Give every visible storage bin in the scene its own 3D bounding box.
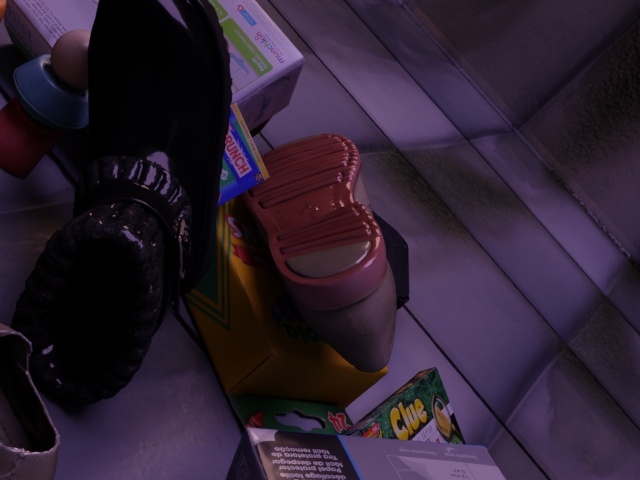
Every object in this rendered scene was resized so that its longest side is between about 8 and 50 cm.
[{"bbox_3d":[0.049,0.031,1.351,0.122,0.084,0.180,39,23,-16],"label":"storage bin"}]

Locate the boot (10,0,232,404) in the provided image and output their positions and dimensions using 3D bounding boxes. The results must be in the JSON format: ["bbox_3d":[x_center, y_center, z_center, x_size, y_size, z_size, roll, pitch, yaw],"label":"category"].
[{"bbox_3d":[-0.170,-0.059,0.873,0.131,0.348,0.260,2,19,12],"label":"boot"}]

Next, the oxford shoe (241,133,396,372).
[{"bbox_3d":[0.000,0.000,1.109,0.397,0.141,0.146,-99,171,-61],"label":"oxford shoe"}]

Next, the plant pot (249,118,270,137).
[{"bbox_3d":[-0.156,-0.240,1.371,0.165,0.167,0.167,18,35,-33],"label":"plant pot"}]

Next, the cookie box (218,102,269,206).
[{"bbox_3d":[-0.121,-0.082,1.053,0.040,0.107,0.091,9,-53,61],"label":"cookie box"}]

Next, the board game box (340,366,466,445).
[{"bbox_3d":[0.105,0.239,1.125,0.260,0.030,0.136,-20,86,-65],"label":"board game box"}]

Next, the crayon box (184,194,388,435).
[{"bbox_3d":[-0.051,0.073,1.119,0.202,0.081,0.318,17,37,-50],"label":"crayon box"}]

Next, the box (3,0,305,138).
[{"bbox_3d":[-0.193,-0.221,1.150,0.262,0.231,0.127,49,-20,8],"label":"box"}]

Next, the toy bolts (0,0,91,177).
[{"bbox_3d":[-0.323,-0.179,0.970,0.228,0.158,0.218,38,24,-18],"label":"toy bolts"}]

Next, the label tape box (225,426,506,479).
[{"bbox_3d":[0.081,0.299,0.763,0.249,0.115,0.347,10,23,-25],"label":"label tape box"}]

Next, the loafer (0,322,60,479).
[{"bbox_3d":[-0.264,0.084,0.724,0.268,0.092,0.102,53,24,15],"label":"loafer"}]
